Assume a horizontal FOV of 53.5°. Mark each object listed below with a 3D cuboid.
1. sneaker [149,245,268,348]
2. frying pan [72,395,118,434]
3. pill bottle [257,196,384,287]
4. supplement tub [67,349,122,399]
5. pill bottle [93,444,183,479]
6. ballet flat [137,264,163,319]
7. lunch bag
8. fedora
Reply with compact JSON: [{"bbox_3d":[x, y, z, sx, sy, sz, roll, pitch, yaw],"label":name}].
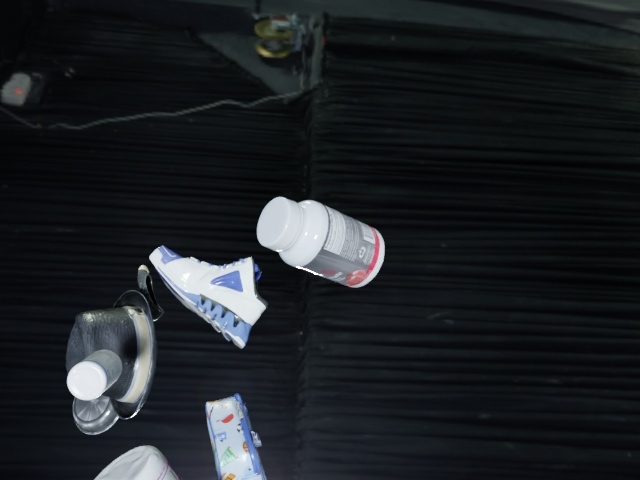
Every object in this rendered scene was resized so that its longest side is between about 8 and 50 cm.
[{"bbox_3d":[-0.245,0.101,1.542,0.182,0.315,0.127,-47,-18,-20],"label":"sneaker"},{"bbox_3d":[-0.667,0.473,2.032,0.197,0.326,0.053,45,176,34],"label":"frying pan"},{"bbox_3d":[0.000,0.000,1.642,0.176,0.318,0.176,-27,53,41],"label":"pill bottle"},{"bbox_3d":[-0.413,0.245,1.167,0.107,0.071,0.071,-127,40,-87],"label":"supplement tub"},{"bbox_3d":[-0.288,0.544,1.170,0.302,0.169,0.169,58,-176,-15],"label":"pill bottle"},{"bbox_3d":[-0.458,0.139,1.715,0.173,0.049,0.057,68,-173,29],"label":"ballet flat"},{"bbox_3d":[-0.201,0.533,1.563,0.243,0.114,0.303,-118,19,-54],"label":"lunch bag"},{"bbox_3d":[-0.522,0.271,1.538,0.334,0.152,0.334,-19,66,51],"label":"fedora"}]
